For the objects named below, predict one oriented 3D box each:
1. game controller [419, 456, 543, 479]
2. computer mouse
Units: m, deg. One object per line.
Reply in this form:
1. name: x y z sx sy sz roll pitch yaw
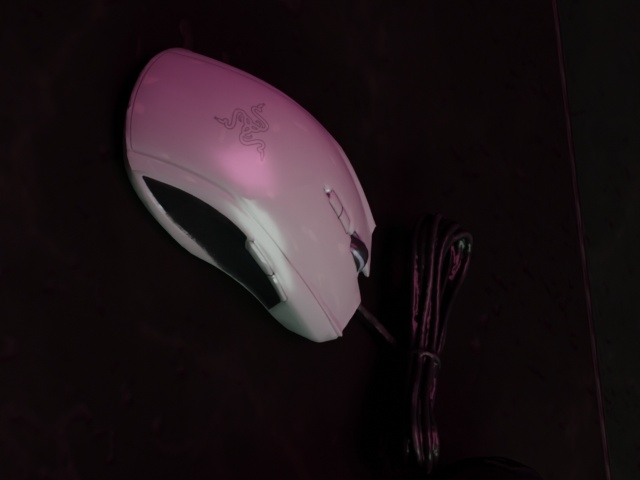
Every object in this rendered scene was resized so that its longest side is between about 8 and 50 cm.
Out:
1. game controller: 0.003 0.192 0.683 0.319 0.067 0.166 -18 114 -52
2. computer mouse: 0.000 0.000 0.709 0.193 0.042 0.106 42 54 -41
